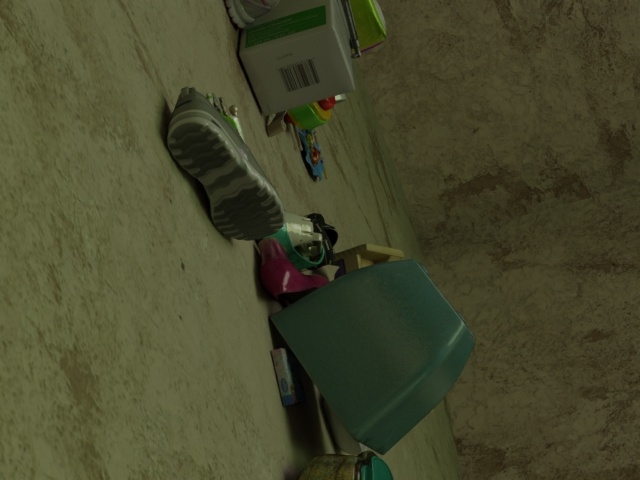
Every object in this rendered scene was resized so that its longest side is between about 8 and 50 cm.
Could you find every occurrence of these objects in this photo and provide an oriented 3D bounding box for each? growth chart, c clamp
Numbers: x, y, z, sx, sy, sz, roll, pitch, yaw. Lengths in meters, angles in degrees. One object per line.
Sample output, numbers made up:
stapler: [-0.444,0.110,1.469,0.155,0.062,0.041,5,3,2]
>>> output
growth chart: [-0.150,-0.158,1.730,0.237,0.021,0.171,-16,90,-80]
c clamp: [0.061,-0.446,2.180,0.137,0.022,0.160,-43,118,-79]

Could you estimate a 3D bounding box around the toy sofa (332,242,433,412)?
toy sofa: [0.090,0.198,2.192,0.150,0.177,0.362,10,66,-54]

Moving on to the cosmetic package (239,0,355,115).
cosmetic package: [-0.046,-0.424,2.183,0.365,0.197,0.155,-94,165,-53]

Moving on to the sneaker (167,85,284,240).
sneaker: [-0.126,-0.108,1.545,0.281,0.105,0.115,63,16,-47]

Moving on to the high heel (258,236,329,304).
high heel: [-0.029,0.099,1.808,0.244,0.082,0.117,57,13,-48]

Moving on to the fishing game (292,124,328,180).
fishing game: [-0.019,-0.227,2.480,0.264,0.041,0.189,46,28,-69]

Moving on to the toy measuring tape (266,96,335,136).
toy measuring tape: [-0.038,-0.264,2.250,0.330,0.122,0.121,-71,146,-58]

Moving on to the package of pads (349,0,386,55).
package of pads: [0.002,-0.542,2.406,0.101,0.229,0.296,-73,139,-79]

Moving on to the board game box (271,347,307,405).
board game box: [-0.050,0.218,1.721,0.090,0.020,0.090,29,46,-76]

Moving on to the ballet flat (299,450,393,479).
ballet flat: [0.040,0.388,1.700,0.348,0.123,0.123,50,27,-71]

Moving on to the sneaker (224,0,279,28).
sneaker: [-0.145,-0.538,2.045,0.103,0.111,0.252,-78,151,-68]

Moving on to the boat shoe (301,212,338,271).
boat shoe: [0.000,0.000,2.148,0.233,0.079,0.084,-80,154,-72]

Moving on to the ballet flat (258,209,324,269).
ballet flat: [-0.046,-0.009,1.882,0.247,0.087,0.083,46,31,-69]

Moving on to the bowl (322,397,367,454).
bowl: [0.045,0.319,1.993,0.142,0.053,0.141,-69,142,-74]

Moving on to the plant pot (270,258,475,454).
plant pot: [0.111,0.172,1.790,0.247,0.252,0.247,54,2,22]

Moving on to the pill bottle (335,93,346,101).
pill bottle: [-0.017,-0.425,2.541,0.121,0.121,0.221,-29,103,-79]
